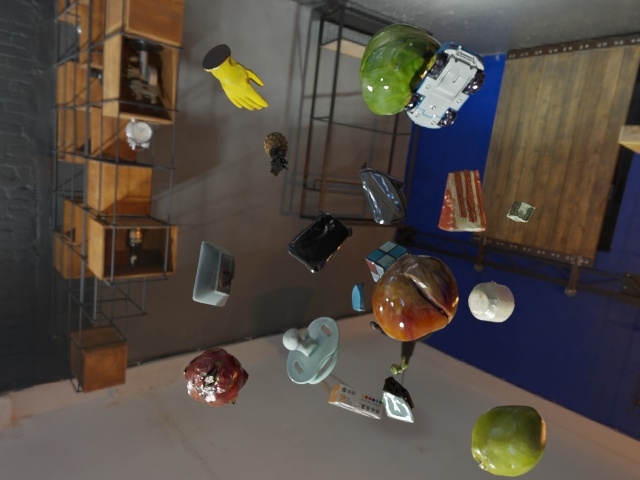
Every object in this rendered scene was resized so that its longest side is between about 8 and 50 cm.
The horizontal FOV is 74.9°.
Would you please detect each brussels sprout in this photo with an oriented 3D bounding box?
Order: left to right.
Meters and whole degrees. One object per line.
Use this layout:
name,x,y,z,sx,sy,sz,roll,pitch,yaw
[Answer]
brussels sprout,0.348,0.552,1.822,0.084,0.051,0.046,-27,-138,5
brussels sprout,0.321,-0.682,1.653,0.371,0.314,0.276,-34,-134,-8

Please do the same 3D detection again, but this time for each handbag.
handbag,0.001,-0.002,1.943,0.192,0.075,0.332,38,-125,7
handbag,0.283,-0.227,1.858,0.178,0.274,0.302,-17,-170,8

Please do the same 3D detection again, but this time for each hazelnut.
hazelnut,0.374,0.226,1.701,0.373,0.371,0.315,1,-161,-34

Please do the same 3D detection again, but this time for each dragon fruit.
dragon fruit,-0.425,0.561,1.708,0.251,0.314,0.250,-6,-137,5

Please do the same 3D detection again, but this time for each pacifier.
pacifier,-0.062,0.500,1.949,0.269,0.343,0.288,35,178,-37

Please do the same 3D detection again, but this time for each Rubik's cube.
Rubik's cube,0.372,0.134,2.203,0.183,0.180,0.167,-36,-149,-15

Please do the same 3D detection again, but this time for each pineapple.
pineapple,-0.213,-0.419,2.050,0.128,0.128,0.247,4,-131,-18

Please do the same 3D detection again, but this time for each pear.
pear,0.638,0.672,1.415,0.269,0.212,0.212,-33,-159,-11

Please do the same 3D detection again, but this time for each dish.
dish,-0.408,0.136,1.684,0.080,0.242,0.182,-3,162,26

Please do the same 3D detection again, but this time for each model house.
model house,0.307,0.614,1.663,0.106,0.165,0.152,-14,-164,19

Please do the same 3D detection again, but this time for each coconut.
coconut,0.926,0.331,2.250,0.234,0.223,0.224,-2,-167,-28

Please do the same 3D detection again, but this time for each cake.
cake,0.603,-0.150,1.743,0.159,0.261,0.159,-4,-154,-10

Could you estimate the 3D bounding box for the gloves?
gloves,-0.317,-0.604,1.624,0.133,0.116,0.294,10,162,31

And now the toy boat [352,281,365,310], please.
toy boat,0.248,0.349,2.611,0.077,0.185,0.075,10,161,-41

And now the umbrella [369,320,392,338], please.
umbrella,0.321,0.434,2.006,0.248,0.070,0.071,21,179,-37

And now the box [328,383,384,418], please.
box,0.162,0.743,1.932,0.221,0.091,0.274,19,159,0

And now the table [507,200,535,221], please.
table,0.888,-0.128,1.853,0.063,0.079,0.083,27,-176,-4

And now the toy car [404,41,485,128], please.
toy car,0.434,-0.551,1.498,0.199,0.165,0.314,20,143,-9
